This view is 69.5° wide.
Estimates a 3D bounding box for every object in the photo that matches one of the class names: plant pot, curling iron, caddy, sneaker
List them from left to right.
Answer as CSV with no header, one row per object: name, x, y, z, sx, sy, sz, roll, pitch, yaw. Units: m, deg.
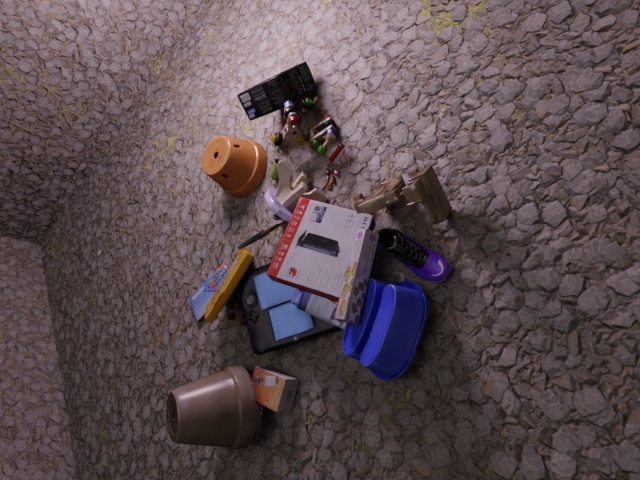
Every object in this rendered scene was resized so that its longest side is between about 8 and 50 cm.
plant pot,-0.439,0.667,1.805,0.323,0.281,0.322,-2,88,59
plant pot,-0.431,-0.376,2.227,0.291,0.204,0.290,-13,68,35
curling iron,-0.248,-0.044,2.031,0.274,0.035,0.068,-39,57,-6
plant pot,-0.195,-0.318,2.114,0.079,0.083,0.083,-54,50,29
caddy,0.224,0.288,1.537,0.241,0.179,0.341,14,83,63
sneaker,0.299,0.044,1.565,0.293,0.146,0.102,36,99,40

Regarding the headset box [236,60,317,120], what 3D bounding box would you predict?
headset box,-0.188,-0.681,2.092,0.246,0.131,0.283,-10,26,35

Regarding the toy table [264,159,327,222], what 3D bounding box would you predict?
toy table,-0.117,-0.196,1.916,0.161,0.252,0.274,-47,28,14

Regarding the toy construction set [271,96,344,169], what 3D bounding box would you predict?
toy construction set,-0.063,-0.426,1.981,0.308,0.258,0.237,53,129,16

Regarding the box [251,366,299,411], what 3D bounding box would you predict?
box,-0.186,0.583,1.818,0.171,0.091,0.130,8,82,39

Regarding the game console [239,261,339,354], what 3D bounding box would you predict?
game console,-0.131,0.239,1.831,0.387,0.060,0.341,-21,67,16

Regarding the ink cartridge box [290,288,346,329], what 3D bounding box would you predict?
ink cartridge box,0.040,0.208,1.719,0.311,0.065,0.185,21,88,25

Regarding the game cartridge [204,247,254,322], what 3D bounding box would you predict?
game cartridge,-0.398,0.181,1.998,0.323,0.053,0.285,-57,12,-4

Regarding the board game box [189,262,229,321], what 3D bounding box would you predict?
board game box,-0.522,0.252,2.222,0.281,0.027,0.145,-43,56,20

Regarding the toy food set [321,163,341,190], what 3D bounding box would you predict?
toy food set,0.044,-0.266,1.941,0.078,0.019,0.122,18,88,40

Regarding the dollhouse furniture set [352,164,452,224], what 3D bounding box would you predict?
dollhouse furniture set,0.247,-0.100,1.606,0.356,0.303,0.173,-22,101,33

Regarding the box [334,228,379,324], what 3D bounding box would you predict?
box,0.125,0.121,1.570,0.067,0.063,0.323,-7,64,59

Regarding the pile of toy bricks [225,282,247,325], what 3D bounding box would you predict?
pile of toy bricks,-0.369,0.268,2.048,0.105,0.118,0.212,-16,66,51

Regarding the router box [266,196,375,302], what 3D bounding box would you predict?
router box,0.007,0.030,1.705,0.301,0.082,0.335,15,71,20
